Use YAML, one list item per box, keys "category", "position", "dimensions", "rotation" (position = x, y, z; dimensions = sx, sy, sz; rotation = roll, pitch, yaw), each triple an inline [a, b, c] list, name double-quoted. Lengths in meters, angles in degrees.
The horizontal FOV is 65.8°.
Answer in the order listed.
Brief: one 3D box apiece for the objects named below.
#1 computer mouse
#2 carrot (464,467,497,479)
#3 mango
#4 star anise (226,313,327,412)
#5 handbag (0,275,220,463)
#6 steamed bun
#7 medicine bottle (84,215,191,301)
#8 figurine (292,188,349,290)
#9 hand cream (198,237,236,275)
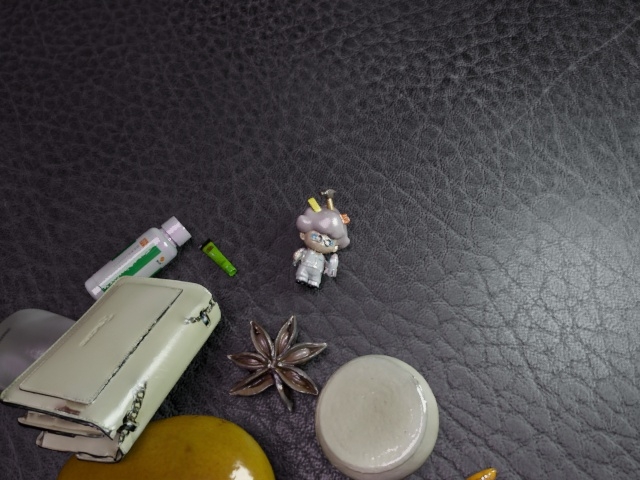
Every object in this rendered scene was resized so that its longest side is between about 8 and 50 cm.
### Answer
- category: "computer mouse"
  position: [-0.620, 0.267, 1.125]
  dimensions: [0.331, 0.095, 0.197]
  rotation: [12, 72, 15]
- category: "carrot"
  position: [0.218, 0.506, 0.894]
  dimensions: [0.271, 0.062, 0.066]
  rotation: [-48, 34, -17]
- category: "mango"
  position: [-0.294, 0.473, 0.901]
  dimensions: [0.446, 0.232, 0.299]
  rotation: [-3, 67, 16]
- category: "star anise"
  position: [-0.090, 0.250, 1.053]
  dimensions: [0.212, 0.073, 0.196]
  rotation: [12, 71, 12]
- category: "handbag"
  position: [-0.380, 0.236, 0.974]
  dimensions: [0.237, 0.160, 0.358]
  rotation: [-1, 34, 23]
- category: "steamed bun"
  position: [0.110, 0.339, 0.938]
  dimensions: [0.232, 0.145, 0.231]
  rotation: [-11, 55, 17]
- category: "medicine bottle"
  position: [-0.433, 0.049, 1.192]
  dimensions: [0.260, 0.095, 0.095]
  rotation: [-41, 66, -9]
- category: "figurine"
  position: [0.000, 0.000, 1.139]
  dimensions: [0.138, 0.112, 0.228]
  rotation: [20, 75, -12]
- category: "hand cream"
  position: [-0.249, 0.042, 1.205]
  dimensions: [0.036, 0.023, 0.122]
  rotation: [-45, 63, -8]
